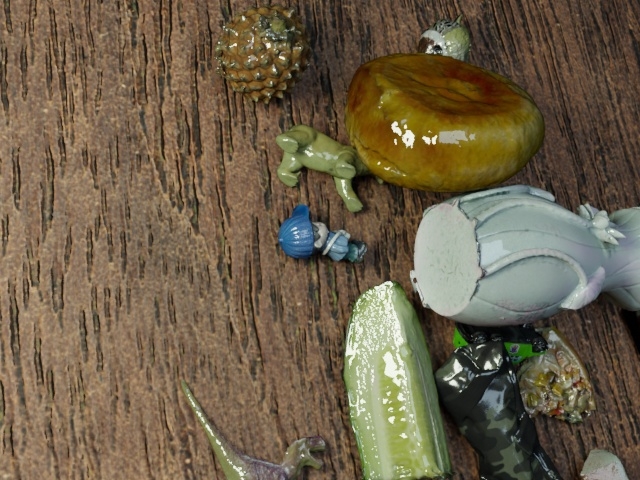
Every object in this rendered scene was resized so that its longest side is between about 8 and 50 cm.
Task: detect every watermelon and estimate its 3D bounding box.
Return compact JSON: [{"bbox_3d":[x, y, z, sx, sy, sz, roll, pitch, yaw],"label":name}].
[{"bbox_3d":[0.500,0.483,1.717,0.154,0.094,0.241,-5,78,-11],"label":"watermelon"}]

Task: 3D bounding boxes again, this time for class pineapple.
[{"bbox_3d":[-0.090,-0.314,1.617,0.166,0.193,0.166,6,69,-15],"label":"pineapple"}]

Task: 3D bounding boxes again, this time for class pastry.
[{"bbox_3d":[0.199,-0.196,1.635,0.356,0.356,0.163,0,121,-20],"label":"pastry"}]

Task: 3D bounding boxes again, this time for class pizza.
[{"bbox_3d":[0.389,0.255,1.739,0.195,0.052,0.185,-27,85,-23],"label":"pizza"}]

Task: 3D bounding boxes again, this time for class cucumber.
[{"bbox_3d":[0.120,0.235,1.619,0.145,0.105,0.325,-14,78,19],"label":"cucumber"}]

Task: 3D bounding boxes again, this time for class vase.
[{"bbox_3d":[0.385,0.031,1.683,0.446,0.250,0.249,0,78,-29],"label":"vase"}]

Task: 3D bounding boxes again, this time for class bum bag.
[{"bbox_3d":[0.300,0.331,1.657,0.144,0.095,0.340,-24,94,11],"label":"bum bag"}]

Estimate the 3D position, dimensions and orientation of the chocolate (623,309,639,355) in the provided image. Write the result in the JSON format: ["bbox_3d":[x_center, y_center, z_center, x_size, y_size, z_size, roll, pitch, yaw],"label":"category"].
[{"bbox_3d":[0.726,0.137,1.816,0.284,0.186,0.283,4,76,-19],"label":"chocolate"}]

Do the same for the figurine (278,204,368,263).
[{"bbox_3d":[0.000,0.000,1.648,0.149,0.086,0.087,23,95,-26],"label":"figurine"}]

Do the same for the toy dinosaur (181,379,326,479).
[{"bbox_3d":[-0.120,0.349,1.533,0.252,0.072,0.199,15,62,-4],"label":"toy dinosaur"}]

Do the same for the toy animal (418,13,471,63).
[{"bbox_3d":[0.223,-0.363,1.804,0.098,0.098,0.137,14,55,-17],"label":"toy animal"}]

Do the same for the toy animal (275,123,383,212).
[{"bbox_3d":[0.021,-0.135,1.682,0.219,0.103,0.101,21,47,-10],"label":"toy animal"}]

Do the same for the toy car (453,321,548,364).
[{"bbox_3d":[0.310,0.174,1.713,0.165,0.071,0.062,7,117,-19],"label":"toy car"}]
